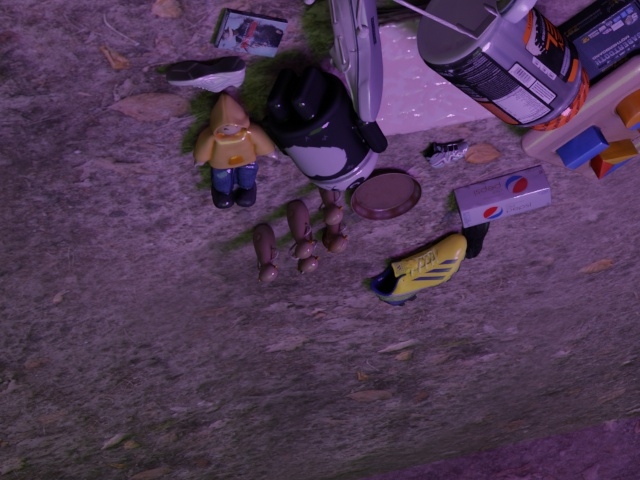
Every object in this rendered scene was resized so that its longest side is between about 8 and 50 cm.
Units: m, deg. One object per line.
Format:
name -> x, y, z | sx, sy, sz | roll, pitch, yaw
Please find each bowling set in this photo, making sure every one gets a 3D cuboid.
bowling set -> 0.000, 0.000, 2.120 | 0.200, 0.154, 0.287 | 24, 132, -37

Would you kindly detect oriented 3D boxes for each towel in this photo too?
towel -> 0.247, -0.343, 1.816 | 0.332, 0.053, 0.317 | -10, 143, -2

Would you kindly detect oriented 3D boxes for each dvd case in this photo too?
dvd case -> -0.129, -0.383, 1.697 | 0.120, 0.013, 0.087 | 7, 140, -21

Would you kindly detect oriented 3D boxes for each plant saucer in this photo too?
plant saucer -> 0.151, -0.108, 2.121 | 0.169, 0.029, 0.168 | -8, 143, -6

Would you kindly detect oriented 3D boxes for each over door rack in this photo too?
over door rack -> 0.105, -0.434, 1.500 | 0.324, 0.239, 0.108 | 7, 139, -22

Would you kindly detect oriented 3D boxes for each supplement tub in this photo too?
supplement tub -> 0.340, -0.330, 1.659 | 0.194, 0.193, 0.316 | -36, 138, 30

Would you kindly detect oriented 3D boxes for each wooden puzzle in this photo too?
wooden puzzle -> 0.648, -0.238, 1.984 | 0.322, 0.080, 0.348 | -36, 150, 31

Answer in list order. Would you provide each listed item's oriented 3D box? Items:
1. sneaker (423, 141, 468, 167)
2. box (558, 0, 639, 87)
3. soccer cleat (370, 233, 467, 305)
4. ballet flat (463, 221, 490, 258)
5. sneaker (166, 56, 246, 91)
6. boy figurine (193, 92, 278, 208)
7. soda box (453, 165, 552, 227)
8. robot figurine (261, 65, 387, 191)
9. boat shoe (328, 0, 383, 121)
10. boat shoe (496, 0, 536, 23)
sneaker -> 0.273, -0.200, 2.023 | 0.098, 0.038, 0.069 | -30, 140, 23
box -> 0.556, -0.381, 1.839 | 0.233, 0.059, 0.183 | -32, 140, 26
soccer cleat -> 0.248, 0.072, 2.334 | 0.121, 0.093, 0.289 | 28, 128, -32
ballet flat -> 0.390, -0.020, 2.298 | 0.057, 0.049, 0.173 | 30, 143, 16
sneaker -> -0.216, -0.306, 1.743 | 0.152, 0.053, 0.061 | -6, 146, -7
boy figurine -> -0.173, -0.185, 1.885 | 0.177, 0.092, 0.285 | -2, 146, -7
soda box -> 0.430, -0.103, 2.162 | 0.216, 0.073, 0.069 | -15, 143, 6
robot figurine -> 0.004, -0.216, 1.808 | 0.174, 0.209, 0.278 | -39, 135, 0
boat shoe -> 0.056, -0.346, 1.655 | 0.088, 0.096, 0.267 | 1, 116, 21
boat shoe -> 0.320, -0.494, 1.471 | 0.094, 0.302, 0.109 | 20, 164, -17
